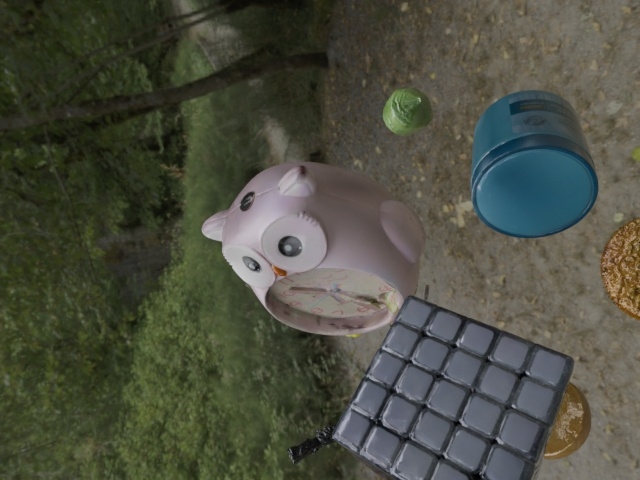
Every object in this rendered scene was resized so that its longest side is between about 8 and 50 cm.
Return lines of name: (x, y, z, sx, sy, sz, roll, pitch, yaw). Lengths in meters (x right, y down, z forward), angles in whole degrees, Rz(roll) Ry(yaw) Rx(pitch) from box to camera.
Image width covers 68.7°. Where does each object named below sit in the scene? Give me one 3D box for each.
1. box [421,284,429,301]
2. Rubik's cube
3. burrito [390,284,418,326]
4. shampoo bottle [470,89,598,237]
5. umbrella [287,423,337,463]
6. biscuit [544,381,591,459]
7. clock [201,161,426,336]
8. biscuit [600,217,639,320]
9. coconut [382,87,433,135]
box: (0.271, 0.154, 1.222, 0.083, 0.012, 0.046, 84, -162, -58)
Rubik's cube: (0.197, 0.256, 0.669, 0.238, 0.237, 0.237, 19, 155, 32)
burrito: (0.217, 0.172, 1.274, 0.055, 0.149, 0.041, 31, 174, 0)
shampoo bottle: (0.634, -0.239, 1.433, 0.343, 0.331, 0.331, -70, -16, -45)
umbrella: (-0.001, 0.417, 0.977, 0.040, 0.143, 0.037, 55, 154, 33)
biscuit: (0.564, 0.449, 1.283, 0.052, 0.275, 0.355, 32, 178, -19)
clock: (0.000, 0.000, 0.902, 0.376, 0.368, 0.251, 36, -136, -37)
biscuit: (0.742, 0.063, 1.002, 0.253, 0.035, 0.254, 5, 99, 33)
coconut: (0.159, -0.233, 0.846, 0.096, 0.087, 0.088, 147, 108, -68)
